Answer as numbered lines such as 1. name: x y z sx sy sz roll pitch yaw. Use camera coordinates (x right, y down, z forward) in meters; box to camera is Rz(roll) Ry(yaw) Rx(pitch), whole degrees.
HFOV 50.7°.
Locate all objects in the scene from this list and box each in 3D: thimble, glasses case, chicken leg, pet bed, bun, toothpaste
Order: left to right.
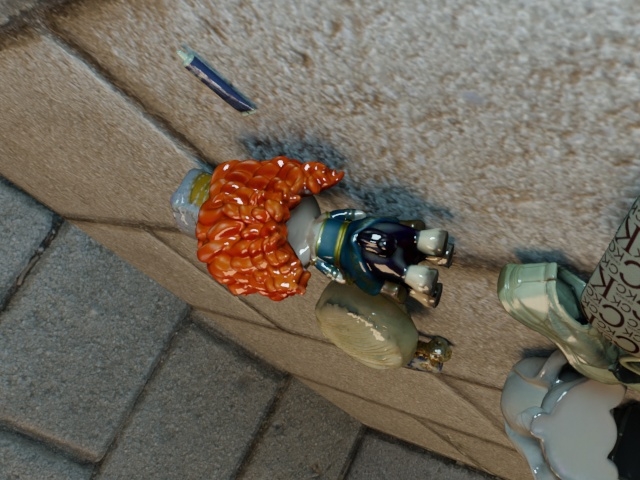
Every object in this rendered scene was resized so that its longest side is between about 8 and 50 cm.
1. thimble: -0.209 -0.058 1.309 0.118 0.127 0.151 18 154 25
2. toothpaste: -0.150 -0.224 0.964 0.140 0.021 0.037 38 158 -32
3. bun: 0.108 0.172 1.450 0.239 0.141 0.239 30 154 16
4. glasses case: 0.200 0.287 1.734 0.248 0.065 0.087 10 153 41
5. chicken leg: 0.195 0.249 1.626 0.251 0.087 0.107 6 144 37
6. pet bed: 0.657 0.449 1.343 0.211 0.183 0.159 24 159 13
7. glasses case: 0.364 0.009 0.663 0.137 0.085 0.354 36 150 23

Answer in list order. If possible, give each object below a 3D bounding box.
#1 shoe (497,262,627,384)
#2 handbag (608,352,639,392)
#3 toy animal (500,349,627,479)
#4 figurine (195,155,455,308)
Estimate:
1. shoe: 0.385 0.120 0.999 0.275 0.103 0.098 34 149 -20
2. handbag: 0.532 0.182 0.892 0.315 0.109 0.241 26 160 -12
3. toy animal: 0.444 0.325 1.308 0.206 0.271 0.265 2 -173 -6
4. figurine: 0.010 0.002 1.077 0.412 0.241 0.306 13 -172 -10
